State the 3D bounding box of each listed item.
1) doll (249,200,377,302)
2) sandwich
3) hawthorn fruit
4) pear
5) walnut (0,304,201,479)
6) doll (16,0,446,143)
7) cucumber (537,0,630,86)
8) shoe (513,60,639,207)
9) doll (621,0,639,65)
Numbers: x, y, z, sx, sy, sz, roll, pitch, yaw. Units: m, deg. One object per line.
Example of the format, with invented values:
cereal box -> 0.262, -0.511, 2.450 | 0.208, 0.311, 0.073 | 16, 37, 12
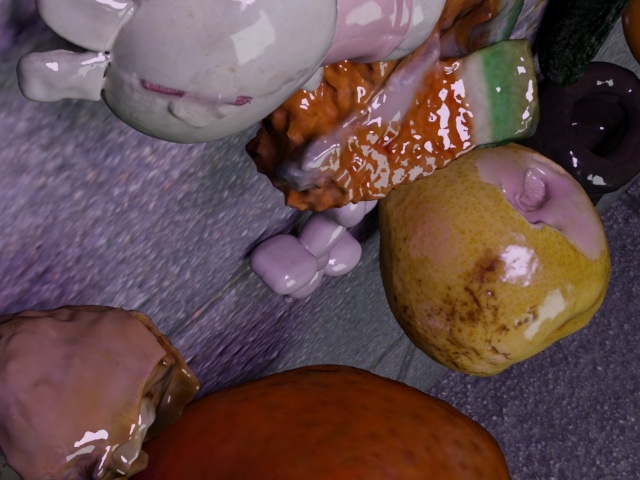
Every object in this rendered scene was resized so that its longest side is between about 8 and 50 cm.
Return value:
doll -> 0.000, 0.000, 1.141 | 0.161, 0.059, 0.160 | -52, 164, 15
sandwich -> 0.077, -0.117, 0.837 | 0.301, 0.162, 0.250 | -42, 161, -32
hawthorn fruit -> -0.002, 0.352, 1.316 | 0.472, 0.472, 0.472 | -44, 166, -14
pear -> 0.183, 0.011, 1.316 | 0.271, 0.271, 0.271 | -44, 166, -14
walnut -> -0.176, 0.121, 0.795 | 0.204, 0.141, 0.238 | -47, 169, -52
doll -> -0.023, -0.123, 0.621 | 0.275, 0.113, 0.155 | -35, 165, -43
cucumber -> 0.279, -0.235, 1.297 | 0.074, 0.074, 0.241 | -43, 168, -17
shoe -> 0.276, -0.065, 1.532 | 0.384, 0.171, 0.237 | -43, 172, -22
doll -> 0.460, -0.256, 1.483 | 0.213, 0.213, 0.236 | -36, 164, -37
